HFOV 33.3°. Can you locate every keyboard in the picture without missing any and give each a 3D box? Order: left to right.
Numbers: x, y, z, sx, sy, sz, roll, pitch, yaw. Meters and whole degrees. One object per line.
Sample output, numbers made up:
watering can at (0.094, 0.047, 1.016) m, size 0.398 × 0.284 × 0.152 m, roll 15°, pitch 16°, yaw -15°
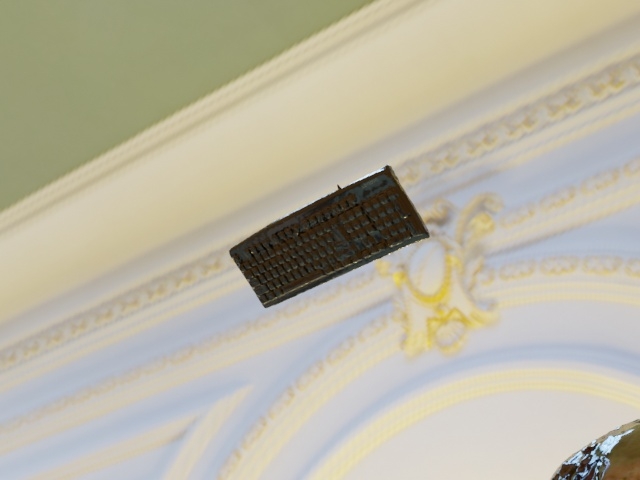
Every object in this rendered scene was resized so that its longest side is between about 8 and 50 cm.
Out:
keyboard at (0.000, 0.000, 1.090) m, size 0.250 × 0.087 × 0.017 m, roll -25°, pitch -169°, yaw 43°

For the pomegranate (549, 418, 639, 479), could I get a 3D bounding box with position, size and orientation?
pomegranate at (0.295, 0.279, 0.780) m, size 0.322 × 0.322 × 0.322 m, roll -24°, pitch -132°, yaw 29°
